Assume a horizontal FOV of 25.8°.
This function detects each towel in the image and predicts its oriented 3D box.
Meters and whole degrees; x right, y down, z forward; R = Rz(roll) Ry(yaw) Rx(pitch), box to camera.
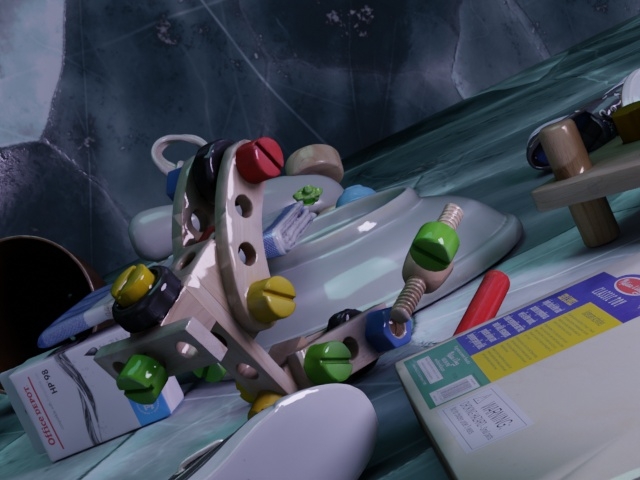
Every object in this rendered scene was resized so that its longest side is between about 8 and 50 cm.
[{"bbox_3d":[-0.146,0.037,1.488,0.285,0.034,0.209,-23,6,10],"label":"towel"}]

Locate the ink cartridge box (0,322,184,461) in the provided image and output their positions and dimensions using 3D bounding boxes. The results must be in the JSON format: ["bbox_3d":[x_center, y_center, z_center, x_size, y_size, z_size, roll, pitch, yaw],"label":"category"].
[{"bbox_3d":[-0.247,0.159,1.448,0.180,0.104,0.060,-23,8,12],"label":"ink cartridge box"}]

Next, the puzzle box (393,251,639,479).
[{"bbox_3d":[0.195,0.077,0.812,0.272,0.052,0.409,-25,7,0],"label":"puzzle box"}]

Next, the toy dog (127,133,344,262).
[{"bbox_3d":[-0.091,-0.018,1.969,0.334,0.161,0.220,4,52,3],"label":"toy dog"}]

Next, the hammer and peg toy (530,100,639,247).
[{"bbox_3d":[0.386,-0.112,1.254,0.266,0.127,0.361,-30,9,-37],"label":"hammer and peg toy"}]

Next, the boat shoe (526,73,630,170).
[{"bbox_3d":[0.369,-0.154,1.830,0.228,0.080,0.076,-22,13,25],"label":"boat shoe"}]

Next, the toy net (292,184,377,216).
[{"bbox_3d":[0.000,0.000,1.767,0.122,0.045,0.232,-7,-27,-20],"label":"toy net"}]

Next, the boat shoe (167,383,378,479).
[{"bbox_3d":[-0.057,0.162,0.918,0.219,0.078,0.070,-31,11,-32],"label":"boat shoe"}]

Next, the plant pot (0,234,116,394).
[{"bbox_3d":[-0.377,0.107,1.971,0.215,0.215,0.230,-23,-8,9],"label":"plant pot"}]

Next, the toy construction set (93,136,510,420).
[{"bbox_3d":[-0.029,0.077,1.127,0.309,0.257,0.237,5,39,26],"label":"toy construction set"}]

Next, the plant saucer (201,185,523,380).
[{"bbox_3d":[0.025,0.025,1.559,0.400,0.100,0.400,-23,7,3],"label":"plant saucer"}]

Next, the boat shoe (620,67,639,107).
[{"bbox_3d":[0.450,-0.184,1.688,0.096,0.098,0.277,-19,7,38],"label":"boat shoe"}]
